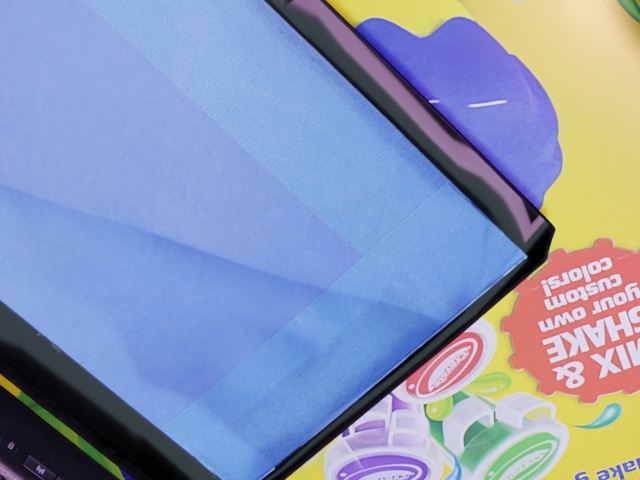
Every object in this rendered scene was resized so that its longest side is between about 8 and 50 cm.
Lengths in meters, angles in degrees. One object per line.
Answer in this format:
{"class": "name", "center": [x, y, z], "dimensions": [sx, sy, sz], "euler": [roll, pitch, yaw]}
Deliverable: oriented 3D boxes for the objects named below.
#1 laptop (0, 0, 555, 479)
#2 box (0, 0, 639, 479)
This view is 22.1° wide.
{"class": "laptop", "center": [-0.097, 0.040, 0.434], "dimensions": [0.234, 0.264, 0.136], "euler": [42, 145, -19]}
{"class": "box", "center": [0.000, 0.000, 0.595], "dimensions": [0.290, 0.177, 0.279], "euler": [-21, 116, 8]}
